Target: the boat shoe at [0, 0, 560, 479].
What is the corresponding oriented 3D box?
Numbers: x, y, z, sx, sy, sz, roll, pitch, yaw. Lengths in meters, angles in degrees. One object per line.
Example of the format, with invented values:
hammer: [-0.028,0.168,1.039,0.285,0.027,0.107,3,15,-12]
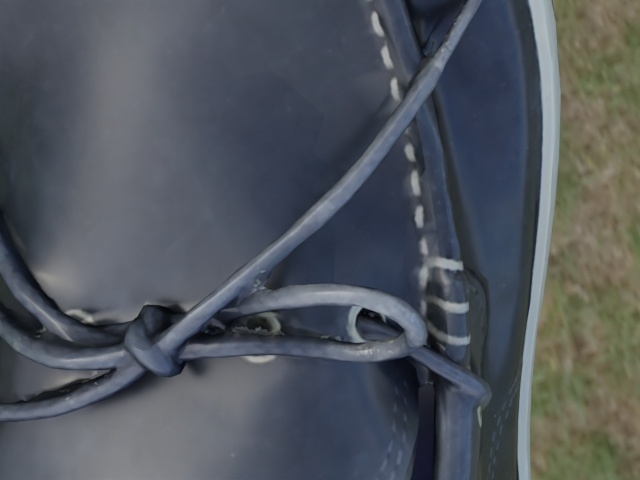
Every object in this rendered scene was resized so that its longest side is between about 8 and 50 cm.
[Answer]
boat shoe: [-0.026,0.022,0.606,0.187,0.156,0.500,3,119,21]
